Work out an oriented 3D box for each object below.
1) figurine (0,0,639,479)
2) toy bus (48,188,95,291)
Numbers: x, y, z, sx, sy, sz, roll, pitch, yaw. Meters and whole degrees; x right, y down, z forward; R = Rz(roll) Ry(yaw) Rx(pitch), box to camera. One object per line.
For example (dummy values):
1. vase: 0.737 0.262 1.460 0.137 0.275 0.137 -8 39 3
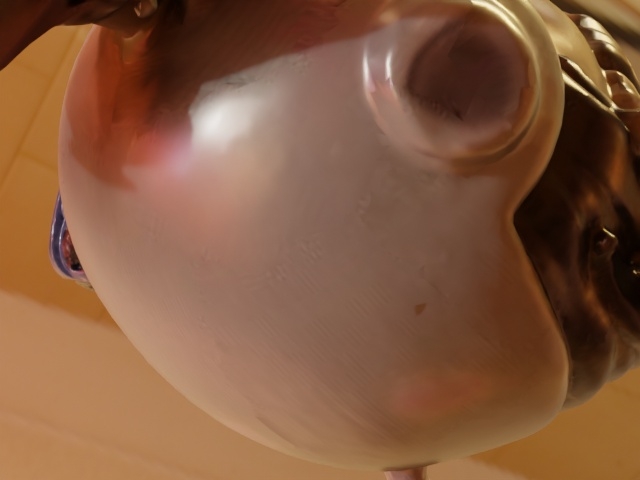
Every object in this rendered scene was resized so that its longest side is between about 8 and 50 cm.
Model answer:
1. figurine: -0.031 -0.055 0.672 0.361 0.211 0.253 34 -168 -30
2. toy bus: 0.000 0.000 1.015 0.292 0.133 0.125 18 -99 -9
